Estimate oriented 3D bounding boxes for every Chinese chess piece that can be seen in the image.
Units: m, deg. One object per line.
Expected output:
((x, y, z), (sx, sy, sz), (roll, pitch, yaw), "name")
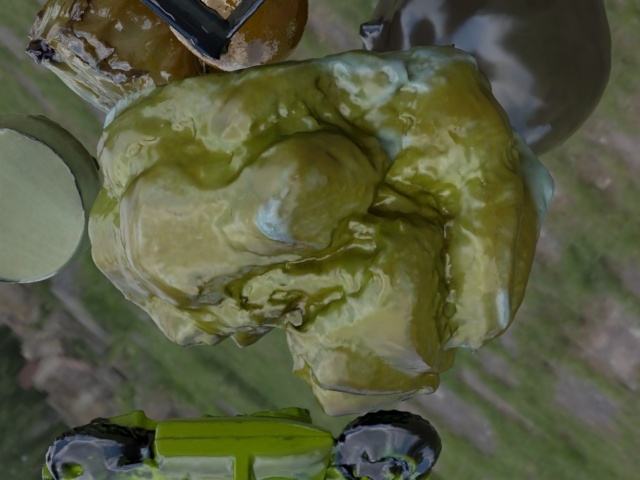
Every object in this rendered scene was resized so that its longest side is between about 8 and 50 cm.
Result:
((-0.333, -0.047, 1.433), (0.188, 0.188, 0.083), (42, -163, -9), "Chinese chess piece")

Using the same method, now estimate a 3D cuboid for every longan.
((0.187, -0.223, 1.483), (0.297, 0.297, 0.297), (37, 165, 11), "longan")

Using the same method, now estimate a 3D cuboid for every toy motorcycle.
((-0.069, 0.215, 1.143), (0.142, 0.342, 0.206), (-94, 2, -50), "toy motorcycle")

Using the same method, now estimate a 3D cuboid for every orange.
((-0.089, -0.240, 1.320), (0.156, 0.124, 0.156), (21, 143, 17), "orange")

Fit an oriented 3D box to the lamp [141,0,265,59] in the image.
((-0.035, -0.381, 1.137), (0.205, 0.374, 0.272), (38, -160, -26), "lamp")

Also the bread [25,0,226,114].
((-0.183, -0.292, 1.624), (0.277, 0.324, 0.167), (35, 145, -4), "bread")

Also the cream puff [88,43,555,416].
((0.000, 0.000, 1.050), (0.378, 0.378, 0.275), (172, 90, -71), "cream puff")
